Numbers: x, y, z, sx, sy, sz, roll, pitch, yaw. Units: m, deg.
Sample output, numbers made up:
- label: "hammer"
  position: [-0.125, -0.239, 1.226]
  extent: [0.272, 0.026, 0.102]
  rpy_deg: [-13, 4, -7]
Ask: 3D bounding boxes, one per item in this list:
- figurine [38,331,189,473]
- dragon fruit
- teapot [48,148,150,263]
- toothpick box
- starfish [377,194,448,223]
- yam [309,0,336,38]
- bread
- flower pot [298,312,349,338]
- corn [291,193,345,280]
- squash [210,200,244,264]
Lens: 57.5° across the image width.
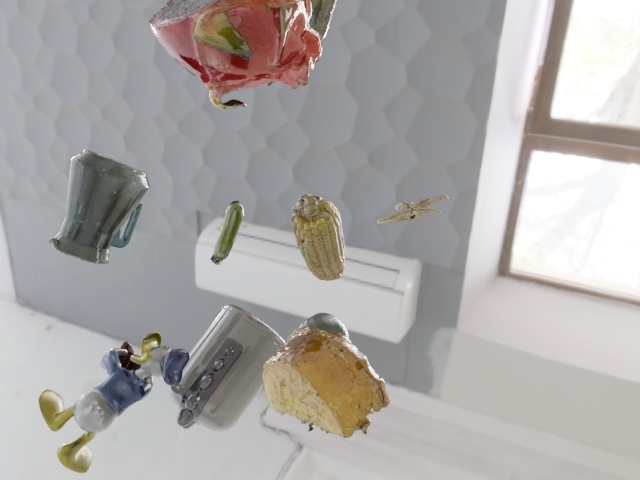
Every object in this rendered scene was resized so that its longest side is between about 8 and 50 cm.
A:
- label: "figurine"
  position: [-0.434, 0.337, 1.355]
  extent: [0.338, 0.205, 0.283]
  rpy_deg: [-28, -168, 12]
- label: "dragon fruit"
  position: [-0.139, -0.383, 1.099]
  extent: [0.305, 0.226, 0.306]
  rpy_deg: [-21, -143, 17]
- label: "teapot"
  position: [-0.484, -0.069, 1.301]
  extent: [0.170, 0.225, 0.203]
  rpy_deg: [24, -178, 27]
- label: "toothpick box"
  position: [-0.248, 0.337, 1.473]
  extent: [0.229, 0.229, 0.316]
  rpy_deg: [22, -114, 36]
- label: "starfish"
  position: [0.326, -0.115, 2.092]
  extent: [0.247, 0.050, 0.138]
  rpy_deg: [-8, -155, 27]
- label: "yam"
  position: [0.005, -0.518, 1.238]
  extent: [0.068, 0.170, 0.068]
  rpy_deg: [13, -143, -10]
- label: "bread"
  position: [-0.005, 0.222, 0.955]
  extent: [0.228, 0.140, 0.143]
  rpy_deg: [2, -148, 47]
- label: "flower pot"
  position: [-0.004, 0.345, 1.854]
  extent: [0.157, 0.243, 0.189]
  rpy_deg: [36, -146, 24]
- label: "corn"
  position: [0.000, 0.000, 1.397]
  extent: [0.119, 0.322, 0.119]
  rpy_deg: [-3, -120, 5]
- label: "squash"
  position: [-0.250, -0.020, 1.580]
  extent: [0.052, 0.184, 0.052]
  rpy_deg: [18, 174, 2]
